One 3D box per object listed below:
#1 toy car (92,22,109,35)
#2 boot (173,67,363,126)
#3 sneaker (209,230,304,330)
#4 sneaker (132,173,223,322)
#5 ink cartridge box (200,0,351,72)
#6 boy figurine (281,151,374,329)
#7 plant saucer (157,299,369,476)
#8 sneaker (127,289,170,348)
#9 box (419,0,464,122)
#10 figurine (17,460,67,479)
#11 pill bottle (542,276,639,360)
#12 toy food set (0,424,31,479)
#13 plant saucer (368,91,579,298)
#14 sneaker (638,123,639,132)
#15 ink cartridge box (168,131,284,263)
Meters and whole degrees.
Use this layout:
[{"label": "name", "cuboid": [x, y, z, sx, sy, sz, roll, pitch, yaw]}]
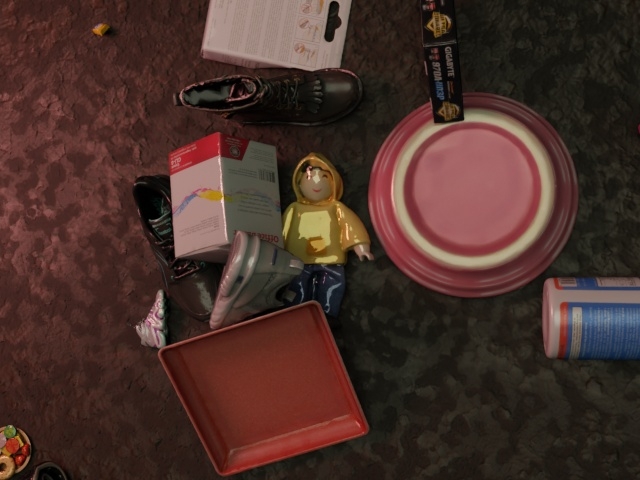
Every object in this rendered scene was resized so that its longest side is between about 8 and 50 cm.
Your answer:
[{"label": "toy car", "cuboid": [-0.383, -0.423, 1.511, 0.040, 0.060, 0.122, 16, 79, 42]}, {"label": "boot", "cuboid": [-0.072, -0.222, 1.346, 0.262, 0.229, 0.091, -8, 93, 10]}, {"label": "sneaker", "cuboid": [-0.097, 0.083, 1.309, 0.115, 0.281, 0.105, 16, 68, -6]}, {"label": "sneaker", "cuboid": [-0.241, 0.013, 1.417, 0.101, 0.106, 0.268, -28, 82, 4]}, {"label": "ink cartridge box", "cuboid": [-0.072, -0.382, 1.469, 0.232, 0.066, 0.189, 11, 85, -11]}, {"label": "boy figurine", "cuboid": [0.000, 0.000, 1.388, 0.177, 0.092, 0.285, 5, 88, 15]}, {"label": "plant saucer", "cuboid": [-0.083, 0.225, 1.348, 0.258, 0.048, 0.259, -18, 115, 7]}, {"label": "sneaker", "cuboid": [-0.288, 0.131, 1.445, 0.069, 0.038, 0.098, -2, 83, 8]}, {"label": "box", "cuboid": [0.180, -0.317, 1.311, 0.051, 0.175, 0.220, -5, 58, 10]}, {"label": "figurine", "cuboid": [-0.487, 0.505, 1.422, 0.209, 0.092, 0.215, -31, 81, 13]}, {"label": "pill bottle", "cuboid": [0.447, 0.117, 1.287, 0.221, 0.124, 0.124, 0, 84, 10]}, {"label": "toy food set", "cuboid": [-0.531, 0.356, 1.469, 0.083, 0.020, 0.083, -37, 80, 4]}, {"label": "plant saucer", "cuboid": [0.237, -0.075, 1.361, 0.331, 0.084, 0.333, -1, 85, 9]}, {"label": "sneaker", "cuboid": [0.619, -0.178, 1.301, 0.252, 0.103, 0.111, 19, 89, 10]}, {"label": "ink cartridge box", "cuboid": [-0.149, -0.060, 1.369, 0.127, 0.128, 0.176, -16, 74, 38]}]
